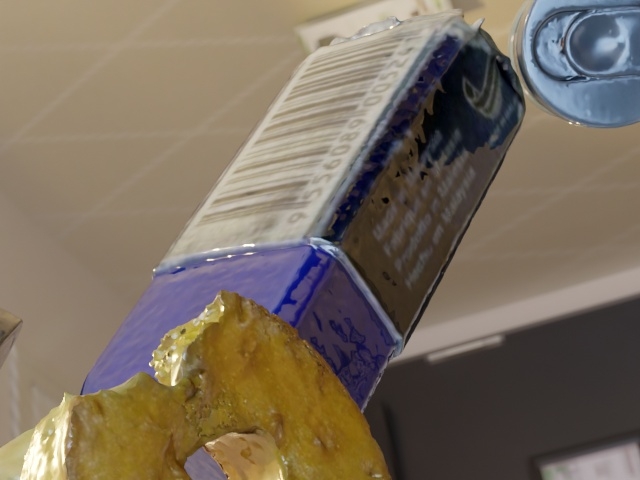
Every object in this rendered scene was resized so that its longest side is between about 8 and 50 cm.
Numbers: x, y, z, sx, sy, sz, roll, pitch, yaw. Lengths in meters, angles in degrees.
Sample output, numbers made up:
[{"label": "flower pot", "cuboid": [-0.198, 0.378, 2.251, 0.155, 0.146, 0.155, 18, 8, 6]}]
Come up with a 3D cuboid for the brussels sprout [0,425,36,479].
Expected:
[{"label": "brussels sprout", "cuboid": [-0.155, 0.234, 1.004, 0.161, 0.223, 0.223, 34, 161, 44]}]

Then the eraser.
[{"label": "eraser", "cuboid": [0.000, 0.000, 0.863, 0.101, 0.155, 0.332, 53, -133, -27]}]

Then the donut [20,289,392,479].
[{"label": "donut", "cuboid": [-0.027, 0.069, 0.373, 0.108, 0.043, 0.097, -26, -95, -51]}]

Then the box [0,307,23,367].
[{"label": "box", "cuboid": [-0.425, 0.143, 1.288, 0.216, 0.301, 0.301, 33, -158, -6]}]

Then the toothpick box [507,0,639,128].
[{"label": "toothpick box", "cuboid": [0.171, -0.121, 0.922, 0.153, 0.101, 0.101, -51, -57, -82]}]
